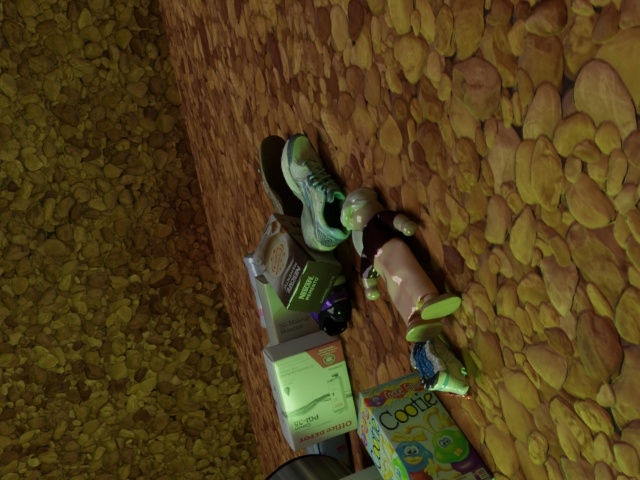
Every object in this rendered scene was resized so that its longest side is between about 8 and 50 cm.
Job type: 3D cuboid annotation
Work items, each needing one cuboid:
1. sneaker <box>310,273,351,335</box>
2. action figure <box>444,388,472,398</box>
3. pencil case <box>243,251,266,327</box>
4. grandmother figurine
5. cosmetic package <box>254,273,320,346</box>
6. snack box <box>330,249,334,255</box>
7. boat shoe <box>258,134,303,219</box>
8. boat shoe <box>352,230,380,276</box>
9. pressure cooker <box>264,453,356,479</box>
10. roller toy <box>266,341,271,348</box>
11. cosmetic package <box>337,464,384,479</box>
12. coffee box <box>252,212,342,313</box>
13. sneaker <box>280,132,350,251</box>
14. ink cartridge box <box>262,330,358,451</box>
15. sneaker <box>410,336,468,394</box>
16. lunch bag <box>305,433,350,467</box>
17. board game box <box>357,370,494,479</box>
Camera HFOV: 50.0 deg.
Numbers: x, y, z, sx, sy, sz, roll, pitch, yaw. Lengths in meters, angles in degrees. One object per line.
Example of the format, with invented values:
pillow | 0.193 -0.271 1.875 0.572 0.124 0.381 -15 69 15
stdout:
sneaker | 0.008 0.182 1.797 0.293 0.102 0.146 143 109 -72
action figure | 0.245 0.267 1.267 0.115 0.030 0.038 -157 58 -66
pencil case | -0.178 0.162 2.339 0.124 0.114 0.273 -154 50 -79
grandmother figurine | 0.132 0.029 1.302 0.207 0.104 0.342 -56 43 32
cosmetic package | -0.074 0.237 2.010 0.113 0.160 0.309 -155 50 -66
snack box | 0.000 0.000 1.763 0.141 0.037 0.100 94 152 -47
boat shoe | -0.103 -0.139 1.844 0.089 0.105 0.285 -9 98 70
boat shoe | 0.105 0.018 1.454 0.046 0.038 0.125 -46 61 49
pressure cooker | 0.031 0.817 1.822 0.420 0.370 0.375 21 89 66
roller toy | -0.092 0.399 2.227 0.209 0.146 0.191 -173 67 -71
cosmetic package | 0.221 0.670 1.372 0.161 0.230 0.453 92 156 -47
coffee box | -0.062 0.052 1.689 0.246 0.098 0.141 49 120 52
sneaker | 0.004 -0.120 1.583 0.122 0.110 0.283 -20 89 55
ink cartridge box | -0.024 0.418 1.932 0.117 0.207 0.282 -150 46 -68
sneaker | 0.219 0.225 1.246 0.190 0.083 0.071 -97 31 -69
lunch bag | 0.006 0.616 2.189 0.224 0.108 0.279 -138 36 -65
board game box | 0.196 0.420 1.357 0.275 0.144 0.142 -126 26 -45
